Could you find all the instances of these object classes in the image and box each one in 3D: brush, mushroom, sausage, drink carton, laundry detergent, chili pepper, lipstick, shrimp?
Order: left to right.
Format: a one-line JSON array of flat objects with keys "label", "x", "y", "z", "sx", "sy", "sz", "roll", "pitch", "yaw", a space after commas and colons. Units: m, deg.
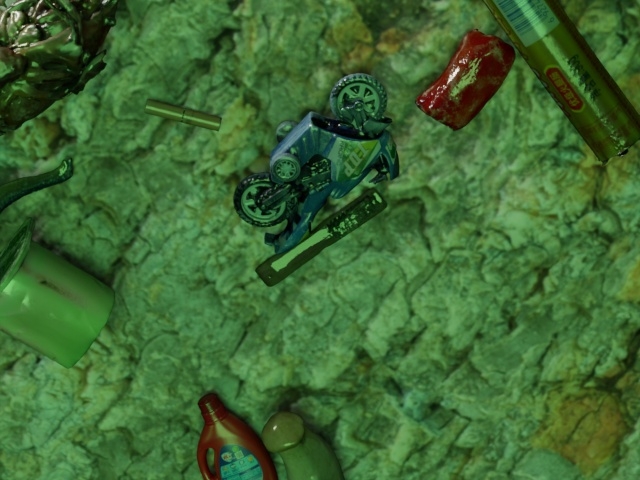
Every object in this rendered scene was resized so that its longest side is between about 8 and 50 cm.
[{"label": "drink carton", "x": -0.342, "y": 0.073, "z": 1.410, "sx": 0.142, "sy": 0.146, "sz": 0.144, "roll": 33, "pitch": 107, "yaw": -19}, {"label": "shrimp", "x": -0.313, "y": -0.247, "z": 1.305, "sx": 0.343, "sy": 0.116, "sz": 0.145, "roll": -44, "pitch": 139, "yaw": 4}, {"label": "lipstick", "x": -0.168, "y": -0.153, "z": 1.385, "sx": 0.094, "sy": 0.019, "sz": 0.019, "roll": 13, "pitch": 109, "yaw": -4}, {"label": "laundry detergent", "x": -0.125, "y": 0.282, "z": 1.524, "sx": 0.097, "sy": 0.049, "sz": 0.165, "roll": -23, "pitch": 105, "yaw": 9}, {"label": "mushroom", "x": -0.013, "y": 0.348, "z": 1.515, "sx": 0.103, "sy": 0.118, "sz": 0.270, "roll": 4, "pitch": 107, "yaw": 45}, {"label": "brush", "x": 0.000, "y": 0.000, "z": 1.433, "sx": 0.190, "sy": 0.027, "sz": 0.034, "roll": -34, "pitch": 104, "yaw": 12}, {"label": "chili pepper", "x": 0.175, "y": -0.192, "z": 1.344, "sx": 0.073, "sy": 0.070, "sz": 0.123, "roll": 37, "pitch": 109, "yaw": 6}, {"label": "sausage", "x": 0.252, "y": -0.250, "z": 1.317, "sx": 0.082, "sy": 0.082, "sz": 0.371, "roll": -37, "pitch": 104, "yaw": 12}]

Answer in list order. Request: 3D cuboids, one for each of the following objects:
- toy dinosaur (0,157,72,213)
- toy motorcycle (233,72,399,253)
[{"label": "toy dinosaur", "x": -0.452, "y": -0.003, "z": 1.332, "sx": 0.363, "sy": 0.076, "sz": 0.147, "roll": -46, "pitch": 140, "yaw": -11}, {"label": "toy motorcycle", "x": 0.006, "y": -0.086, "z": 1.373, "sx": 0.135, "sy": 0.092, "sz": 0.254, "roll": 38, "pitch": 115, "yaw": -21}]
